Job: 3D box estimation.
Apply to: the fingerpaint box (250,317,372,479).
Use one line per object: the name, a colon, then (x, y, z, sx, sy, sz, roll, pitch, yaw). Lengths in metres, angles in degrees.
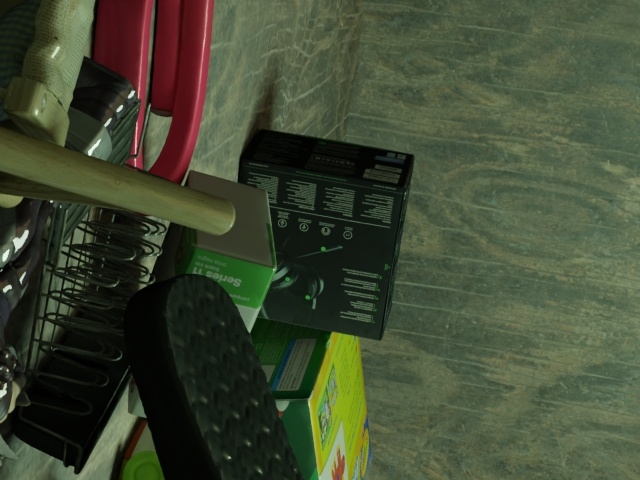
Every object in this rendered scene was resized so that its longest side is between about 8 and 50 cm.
fingerpaint box: (-0.036, 0.315, 1.958, 0.445, 0.163, 0.371, -67, 153, -66)

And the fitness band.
fitness band: (-0.154, -0.165, 1.092, 0.209, 0.054, 0.291, -59, 157, -66)

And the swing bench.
swing bench: (-0.148, -0.157, 0.545, 0.255, 0.165, 0.253, 24, 75, -57)

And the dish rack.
dish rack: (-0.175, 0.026, 0.970, 0.208, 0.074, 0.271, -72, 179, -58)

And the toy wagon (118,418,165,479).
toy wagon: (-0.190, 0.305, 1.429, 0.267, 0.068, 0.344, 76, 24, -76)

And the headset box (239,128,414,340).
headset box: (0.000, 0.000, 1.823, 0.131, 0.246, 0.283, -67, 165, -62)

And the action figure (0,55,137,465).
action figure: (-0.204, 0.022, 0.737, 0.185, 0.099, 0.285, 104, 4, -60)

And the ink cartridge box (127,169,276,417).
ink cartridge box: (-0.121, 0.060, 1.185, 0.153, 0.087, 0.208, -103, -148, -58)

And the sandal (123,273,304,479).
sandal: (-0.071, 0.249, 0.946, 0.167, 0.107, 0.445, 3, 67, -63)
